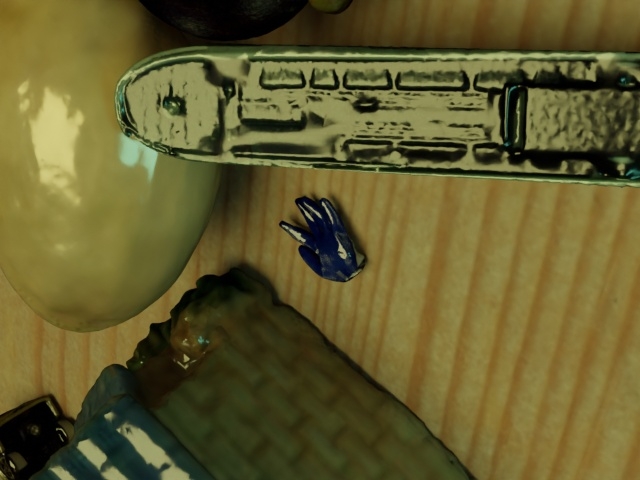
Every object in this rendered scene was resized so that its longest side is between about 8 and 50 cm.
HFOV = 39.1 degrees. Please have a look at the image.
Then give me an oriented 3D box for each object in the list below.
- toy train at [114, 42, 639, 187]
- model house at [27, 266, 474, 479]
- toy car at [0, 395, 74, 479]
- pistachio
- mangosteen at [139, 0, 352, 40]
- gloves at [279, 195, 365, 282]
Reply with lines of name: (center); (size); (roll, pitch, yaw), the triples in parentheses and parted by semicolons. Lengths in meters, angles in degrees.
toy train: (0.058, -0.093, 0.617); (0.407, 0.088, 0.086); (5, 107, 16)
model house: (-0.143, 0.337, 0.823); (0.395, 0.400, 0.445); (43, 129, 7)
toy car: (-0.342, 0.330, 1.142); (0.124, 0.101, 0.256); (-21, 98, 43)
pistachio: (-0.193, -0.087, 0.754); (0.230, 0.230, 0.309); (18, 111, 26)
mangosteen: (-0.039, -0.238, 0.633); (0.230, 0.194, 0.194); (-2, 115, -3)
gloves: (0.000, 0.000, 0.801); (0.064, 0.026, 0.086); (-31, 93, 41)
